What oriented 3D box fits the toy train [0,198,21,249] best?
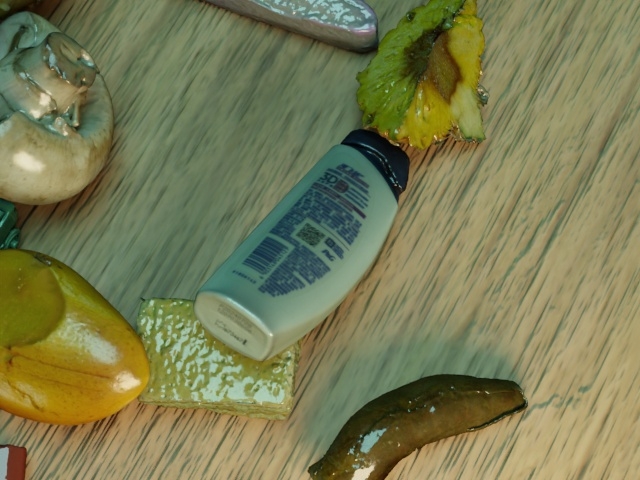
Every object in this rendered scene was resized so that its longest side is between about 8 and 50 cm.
[{"bbox_3d":[-0.428,0.020,1.626,0.070,0.099,0.172,25,72,8],"label":"toy train"}]

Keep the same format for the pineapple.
[{"bbox_3d":[0.140,-0.197,1.740,0.140,0.164,0.249,2,65,45],"label":"pineapple"}]

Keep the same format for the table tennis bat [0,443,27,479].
[{"bbox_3d":[-0.366,0.438,1.501,0.268,0.051,0.414,-1,72,-2],"label":"table tennis bat"}]

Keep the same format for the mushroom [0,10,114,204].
[{"bbox_3d":[-0.334,-0.156,1.639,0.195,0.189,0.253,-30,45,29],"label":"mushroom"}]

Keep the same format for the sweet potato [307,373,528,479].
[{"bbox_3d":[0.114,0.224,1.587,0.286,0.085,0.112,-22,106,-21],"label":"sweet potato"}]

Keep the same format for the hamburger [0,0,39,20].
[{"bbox_3d":[-0.455,-0.388,1.642,0.446,0.268,0.287,-18,47,-29],"label":"hamburger"}]

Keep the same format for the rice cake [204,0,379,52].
[{"bbox_3d":[-0.105,-0.343,1.786,0.399,0.070,0.064,20,77,5],"label":"rice cake"}]

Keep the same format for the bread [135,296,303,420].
[{"bbox_3d":[-0.121,0.140,1.591,0.196,0.102,0.138,2,67,2],"label":"bread"}]

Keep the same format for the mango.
[{"bbox_3d":[-0.310,0.128,1.546,0.257,0.138,0.187,31,92,23],"label":"mango"}]

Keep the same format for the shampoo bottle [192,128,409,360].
[{"bbox_3d":[0.000,0.000,1.595,0.134,0.078,0.359,33,48,10],"label":"shampoo bottle"}]
